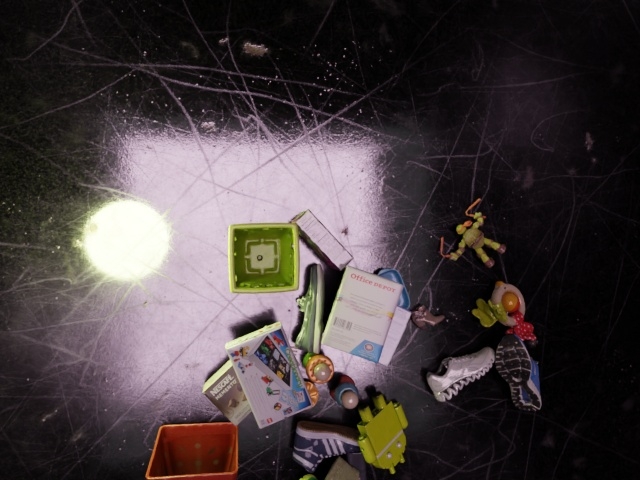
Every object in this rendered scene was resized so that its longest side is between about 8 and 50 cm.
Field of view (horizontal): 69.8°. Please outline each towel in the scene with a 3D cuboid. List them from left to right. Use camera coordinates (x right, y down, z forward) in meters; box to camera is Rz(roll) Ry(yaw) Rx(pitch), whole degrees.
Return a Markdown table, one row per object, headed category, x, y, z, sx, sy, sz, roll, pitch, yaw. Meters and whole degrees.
| category | x | y | z | sx | sy | sz | roll | pitch | yaw |
| --- | --- | --- | --- | --- | --- | --- | --- | --- | --- |
| towel | 0.067 | 0.858 | 1.627 | 0.110 | 0.027 | 0.148 | 37 | 53 | 2 |

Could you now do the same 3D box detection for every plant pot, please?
| category | x | y | z | sx | sy | sz | roll | pitch | yaw |
| --- | --- | --- | --- | --- | --- | --- | --- | --- | --- |
| plant pot | -0.408 | 0.784 | 1.506 | 0.267 | 0.267 | 0.235 | 1 | 101 | -10 |
| plant pot | -0.196 | 0.056 | 1.563 | 0.228 | 0.207 | 0.227 | -1 | 90 | -10 |

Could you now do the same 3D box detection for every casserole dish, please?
| category | x | y | z | sx | sy | sz | roll | pitch | yaw |
| --- | --- | --- | --- | --- | --- | --- | --- | --- | --- |
| casserole dish | 0.264 | 0.195 | 1.730 | 0.114 | 0.037 | 0.188 | -22 | 93 | -9 |

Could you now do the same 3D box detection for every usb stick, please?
| category | x | y | z | sx | sy | sz | roll | pitch | yaw |
| --- | --- | --- | --- | --- | --- | --- | --- | --- | --- |
| usb stick | 0.138 | 0.904 | 1.698 | 0.077 | 0.045 | 0.278 | -3 | 90 | -11 |

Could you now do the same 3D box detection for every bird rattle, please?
| category | x | y | z | sx | sy | sz | roll | pitch | yaw |
| --- | --- | --- | --- | --- | --- | --- | --- | --- | --- |
| bird rattle | 0.734 | 0.271 | 1.773 | 0.253 | 0.143 | 0.207 | 24 | 69 | -12 |

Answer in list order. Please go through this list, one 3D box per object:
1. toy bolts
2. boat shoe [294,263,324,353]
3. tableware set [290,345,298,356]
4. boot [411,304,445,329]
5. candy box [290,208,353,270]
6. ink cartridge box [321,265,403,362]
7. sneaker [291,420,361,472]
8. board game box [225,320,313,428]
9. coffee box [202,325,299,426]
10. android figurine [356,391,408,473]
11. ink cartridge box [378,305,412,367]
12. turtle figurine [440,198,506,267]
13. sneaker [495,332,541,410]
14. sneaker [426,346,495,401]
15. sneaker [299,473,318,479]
| category | x | y | z | sx | sy | sz | roll | pitch | yaw |
| --- | --- | --- | --- | --- | --- | --- | --- | --- | --- |
| toy bolts | 0.023 | 0.535 | 1.622 | 0.228 | 0.158 | 0.218 | 31 | 85 | -8 |
| boat shoe | -0.041 | 0.240 | 1.637 | 0.099 | 0.116 | 0.319 | 2 | 87 | 10 |
| tableware set | -0.156 | 0.387 | 1.541 | 0.154 | 0.024 | 0.104 | 14 | 95 | -12 |
| boot | 0.407 | 0.285 | 1.753 | 0.118 | 0.042 | 0.087 | -27 | 92 | -10 |
| candy box | 0.000 | 0.000 | 1.622 | 0.071 | 0.159 | 0.233 | -43 | 96 | -8 |
| ink cartridge box | 0.140 | 0.244 | 1.575 | 0.198 | 0.197 | 0.270 | 19 | 87 | 3 |
| sneaker | 0.033 | 0.754 | 1.655 | 0.282 | 0.099 | 0.153 | 15 | 90 | -11 |
| board game box | -0.165 | 0.442 | 1.507 | 0.193 | 0.053 | 0.305 | -21 | 101 | -7 |
| coffee box | -0.241 | 0.465 | 1.596 | 0.297 | 0.119 | 0.168 | -42 | 97 | -9 |
| android figurine | 0.229 | 0.702 | 1.664 | 0.248 | 0.056 | 0.273 | -22 | 91 | -43 |
| ink cartridge box | 0.192 | 0.317 | 1.692 | 0.223 | 0.045 | 0.224 | 26 | 87 | 3 |
| turtle figurine | 0.606 | -0.011 | 1.766 | 0.217 | 0.087 | 0.269 | 35 | 84 | -8 |
| sneaker | 0.763 | 0.488 | 1.767 | 0.130 | 0.147 | 0.330 | -11 | 112 | 30 |
| sneaker | 0.536 | 0.486 | 1.747 | 0.292 | 0.110 | 0.118 | -33 | 86 | -9 |
| sneaker | 0.015 | 0.982 | 1.636 | 0.109 | 0.123 | 0.295 | -37 | 96 | -9 |
